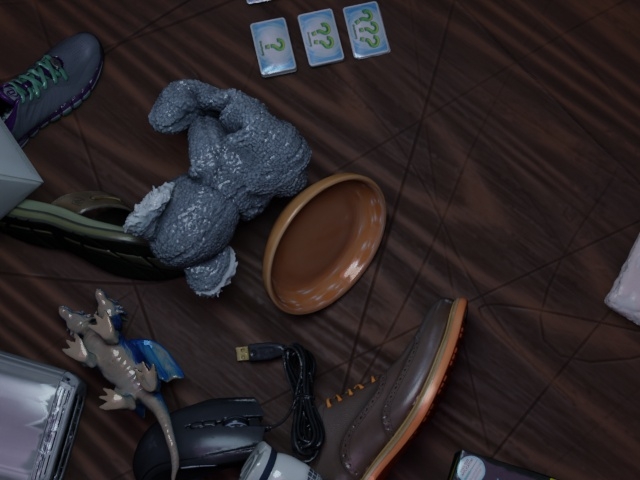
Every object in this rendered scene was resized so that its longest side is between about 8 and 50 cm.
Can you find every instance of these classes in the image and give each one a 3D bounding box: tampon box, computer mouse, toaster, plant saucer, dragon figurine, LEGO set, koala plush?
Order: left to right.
[{"bbox_3d":[-0.386,0.229,1.606,0.147,0.129,0.227,14,78,0],"label":"toaster"},{"bbox_3d":[-0.232,0.166,1.600,0.085,0.144,0.289,-45,75,3],"label":"dragon figurine"},{"bbox_3d":[-0.137,-0.058,1.573,0.203,0.196,0.221,12,60,46],"label":"koala plush"},{"bbox_3d":[-0.125,0.207,1.612,0.262,0.060,0.184,-14,50,16],"label":"computer mouse"},{"bbox_3d":[-0.016,-0.359,1.745,0.183,0.060,0.244,-11,78,-4],"label":"LEGO set"},{"bbox_3d":[0.000,0.000,1.614,0.037,0.200,0.200,35,81,35],"label":"plant saucer"},{"bbox_3d":[0.229,0.339,1.575,0.161,0.101,0.120,17,80,5],"label":"tampon box"}]

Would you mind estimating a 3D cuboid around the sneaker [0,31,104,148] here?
[{"bbox_3d":[-0.377,-0.197,1.701,0.083,0.098,0.223,41,83,9],"label":"sneaker"}]

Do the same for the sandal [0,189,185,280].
[{"bbox_3d":[-0.302,-0.028,1.662,0.303,0.120,0.086,18,66,5],"label":"sandal"}]

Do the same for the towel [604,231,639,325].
[{"bbox_3d":[0.580,0.022,1.653,0.332,0.053,0.317,26,80,6],"label":"towel"}]

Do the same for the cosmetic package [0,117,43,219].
[{"bbox_3d":[-0.556,-0.040,1.593,0.365,0.155,0.197,-37,77,12],"label":"cosmetic package"}]

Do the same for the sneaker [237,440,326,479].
[{"bbox_3d":[-0.079,0.349,1.547,0.095,0.090,0.235,25,124,-8],"label":"sneaker"}]

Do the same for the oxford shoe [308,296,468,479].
[{"bbox_3d":[0.066,0.214,1.596,0.133,0.130,0.363,29,81,13],"label":"oxford shoe"}]
